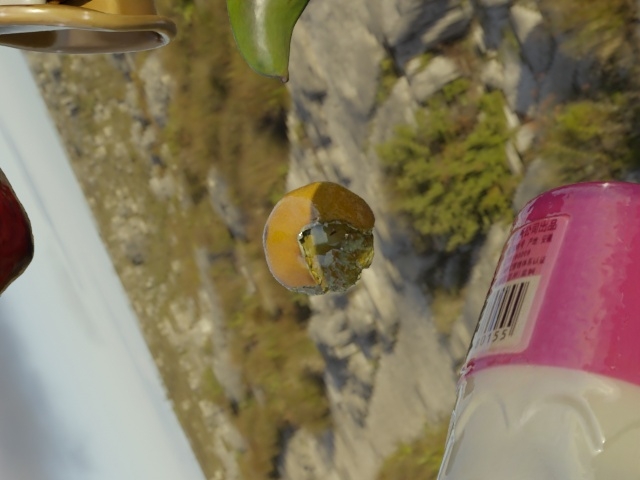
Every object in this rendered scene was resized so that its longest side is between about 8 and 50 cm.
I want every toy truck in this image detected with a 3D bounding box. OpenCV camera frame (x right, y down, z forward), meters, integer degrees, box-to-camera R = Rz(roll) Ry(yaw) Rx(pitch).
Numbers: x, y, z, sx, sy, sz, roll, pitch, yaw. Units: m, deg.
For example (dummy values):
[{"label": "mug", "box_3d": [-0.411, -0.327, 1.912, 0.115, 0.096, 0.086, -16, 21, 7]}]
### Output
[{"label": "toy truck", "box_3d": [-0.240, -0.271, 1.046, 0.288, 0.204, 0.212, -1, -90, -71]}]

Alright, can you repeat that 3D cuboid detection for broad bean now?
[{"label": "broad bean", "box_3d": [-0.043, -0.287, 1.029, 0.067, 0.075, 0.325, -21, 69, 58]}]

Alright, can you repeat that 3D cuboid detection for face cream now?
[{"label": "face cream", "box_3d": [0.170, 0.090, 0.718, 0.175, 0.195, 0.175, 18, 156, 8]}]

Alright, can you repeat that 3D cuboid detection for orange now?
[{"label": "orange", "box_3d": [0.000, 0.000, 1.622, 0.134, 0.156, 0.157, -77, -38, -86]}]

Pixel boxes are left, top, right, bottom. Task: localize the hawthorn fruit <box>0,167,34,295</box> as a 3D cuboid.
[{"label": "hawthorn fruit", "box_3d": [-0.516, -0.007, 1.674, 0.265, 0.265, 0.307, 57, -175, 36]}]
